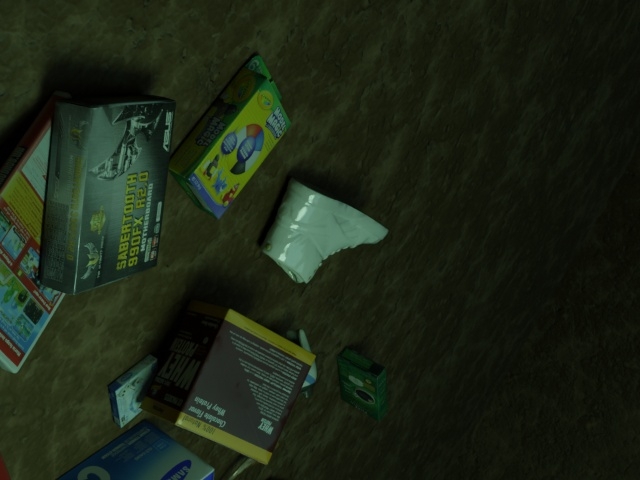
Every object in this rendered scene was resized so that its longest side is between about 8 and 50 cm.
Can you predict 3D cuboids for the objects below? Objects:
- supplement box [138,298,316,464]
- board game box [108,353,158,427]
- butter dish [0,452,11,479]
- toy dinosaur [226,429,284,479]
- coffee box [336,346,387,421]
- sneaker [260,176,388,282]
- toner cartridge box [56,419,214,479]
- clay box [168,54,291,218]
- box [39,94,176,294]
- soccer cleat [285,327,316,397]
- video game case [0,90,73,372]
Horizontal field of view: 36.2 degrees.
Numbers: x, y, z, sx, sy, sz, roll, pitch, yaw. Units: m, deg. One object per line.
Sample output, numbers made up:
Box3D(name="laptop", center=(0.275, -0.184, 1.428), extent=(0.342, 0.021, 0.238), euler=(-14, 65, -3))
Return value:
Box3D(name="supplement box", center=(-0.148, 0.226, 1.575), extent=(0.191, 0.129, 0.194), euler=(32, 75, -33))
Box3D(name="board game box", center=(-0.296, 0.241, 1.567), extent=(0.090, 0.020, 0.090), euler=(-38, 145, -38))
Box3D(name="butter dish", center=(-0.484, 0.310, 1.220), extent=(0.160, 0.118, 0.160), euler=(-21, 90, -52))
Box3D(name="toy dinosaur", center=(-0.125, 0.434, 1.999), extent=(0.211, 0.064, 0.112), euler=(-29, 141, -45))
Box3D(name="coffee box", center=(0.097, 0.327, 2.228), extent=(0.040, 0.113, 0.184), euler=(-48, 149, -30))
Box3D(name="sneaker", center=(0.000, 0.000, 1.769), extent=(0.292, 0.108, 0.169), euler=(21, 99, -53))
Box3D(name="toner cartridge box", center=(-0.342, 0.427, 1.509), extent=(0.348, 0.165, 0.075), euler=(-32, 141, -44))
Box3D(name="clay box", center=(-0.123, -0.154, 1.452), extent=(0.222, 0.053, 0.127), euler=(-53, 153, -13))
Box3D(name="box", center=(-0.262, -0.064, 1.222), extent=(0.183, 0.056, 0.231), euler=(-22, 124, -65))
Box3D(name="soccer cleat", center=(-0.144, 0.239, 1.759), extent=(0.331, 0.116, 0.143), euler=(-10, 92, -46))
Box3D(name="video game case", center=(-0.342, -0.008, 1.173), extent=(0.204, 0.025, 0.285), euler=(72, 38, -55))
